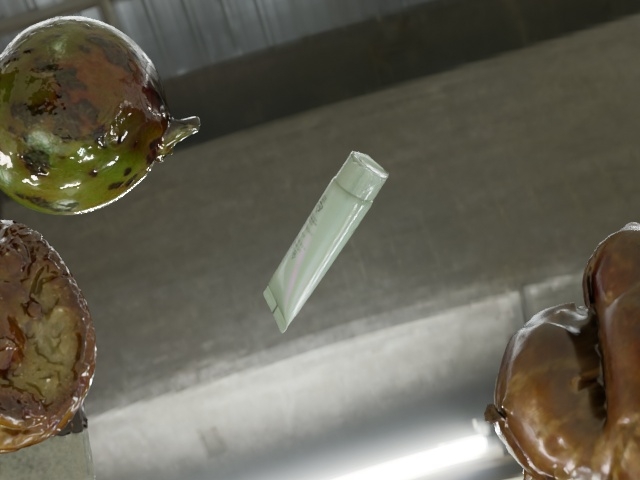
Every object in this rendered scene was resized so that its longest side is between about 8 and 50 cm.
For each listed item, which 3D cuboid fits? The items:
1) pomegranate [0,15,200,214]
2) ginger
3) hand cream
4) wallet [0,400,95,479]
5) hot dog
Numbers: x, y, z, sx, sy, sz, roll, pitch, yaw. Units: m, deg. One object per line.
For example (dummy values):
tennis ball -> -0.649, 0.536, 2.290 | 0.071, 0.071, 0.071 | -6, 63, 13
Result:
pomegranate -> -0.210, -0.108, 0.954 | 0.156, 0.220, 0.156 | -41, -150, 30
ginger -> 0.295, 0.207, 1.169 | 0.254, 0.176, 0.418 | -42, -125, 27
hand cream -> 0.000, 0.000, 1.378 | 0.205, 0.050, 0.078 | -57, -145, 20
wallet -> -0.262, 0.165, 0.758 | 0.262, 0.071, 0.221 | -7, -105, -14
hot dog -> -0.168, 0.037, 0.617 | 0.099, 0.065, 0.147 | -9, -140, -33
